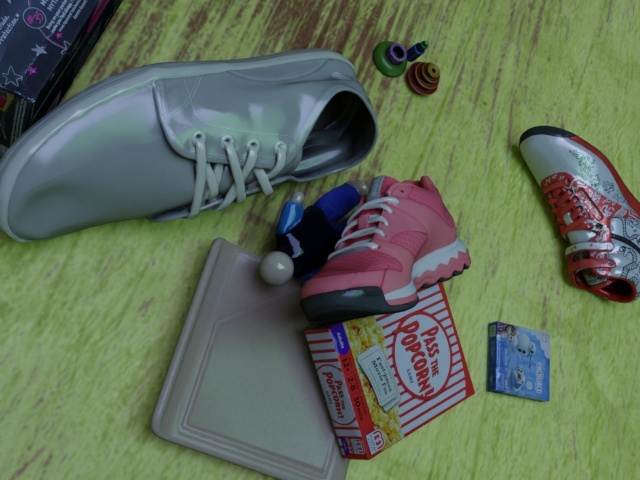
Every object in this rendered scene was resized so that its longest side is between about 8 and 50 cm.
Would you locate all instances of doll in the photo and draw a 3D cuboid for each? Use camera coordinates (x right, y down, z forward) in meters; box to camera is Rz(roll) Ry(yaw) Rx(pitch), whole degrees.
[{"bbox_3d":[0.000,0.000,0.908,0.189,0.046,0.129,-35,107,-46],"label":"doll"}]

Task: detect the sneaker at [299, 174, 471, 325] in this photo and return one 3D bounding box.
[{"bbox_3d":[0.060,0.001,0.881,0.314,0.116,0.136,-22,98,-59],"label":"sneaker"}]

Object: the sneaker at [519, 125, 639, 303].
[{"bbox_3d":[0.365,-0.029,1.114,0.270,0.090,0.145,40,58,-15],"label":"sneaker"}]

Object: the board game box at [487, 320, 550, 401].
[{"bbox_3d":[0.258,0.157,1.043,0.090,0.020,0.090,15,69,-25],"label":"board game box"}]

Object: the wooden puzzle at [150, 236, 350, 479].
[{"bbox_3d":[-0.050,0.139,0.877,0.238,0.044,0.221,27,64,-24],"label":"wooden puzzle"}]

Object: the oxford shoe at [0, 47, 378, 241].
[{"bbox_3d":[-0.110,-0.095,0.831,0.449,0.169,0.130,-22,58,-34],"label":"oxford shoe"}]

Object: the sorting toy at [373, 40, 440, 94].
[{"bbox_3d":[0.124,-0.240,1.076,0.102,0.042,0.061,31,63,-17],"label":"sorting toy"}]

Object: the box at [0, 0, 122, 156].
[{"bbox_3d":[-0.292,-0.228,0.782,0.142,0.163,0.247,29,64,-14],"label":"box"}]

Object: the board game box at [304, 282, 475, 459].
[{"bbox_3d":[0.084,0.140,0.912,0.193,0.045,0.147,-20,93,-42],"label":"board game box"}]
